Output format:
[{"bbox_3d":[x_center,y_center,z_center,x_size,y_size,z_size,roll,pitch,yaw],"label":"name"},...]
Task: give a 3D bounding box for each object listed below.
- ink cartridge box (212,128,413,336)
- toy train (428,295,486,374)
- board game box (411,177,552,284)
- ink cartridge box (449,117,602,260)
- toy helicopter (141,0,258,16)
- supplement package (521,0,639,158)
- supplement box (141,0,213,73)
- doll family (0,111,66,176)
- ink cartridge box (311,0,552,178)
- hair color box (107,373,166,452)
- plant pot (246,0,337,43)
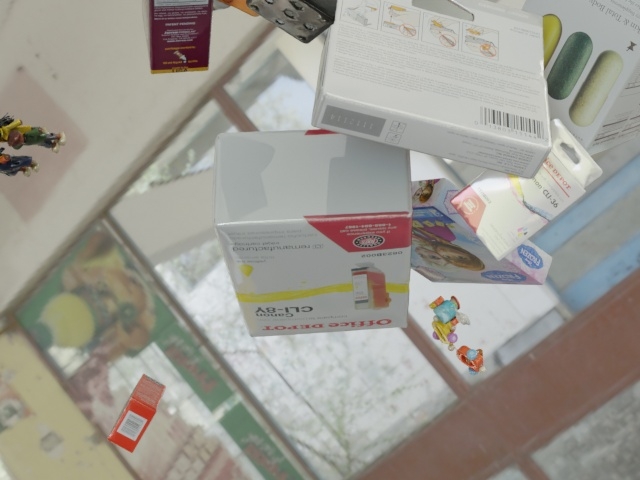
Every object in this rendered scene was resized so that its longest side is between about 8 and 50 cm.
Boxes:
[{"bbox_3d":[0.000,0.000,1.499,0.279,0.160,0.384,-3,-29,2],"label":"ink cartridge box"},{"bbox_3d":[0.256,0.163,1.755,0.046,0.125,0.166,-38,-44,-23],"label":"toy train"},{"bbox_3d":[0.231,-0.009,1.901,0.319,0.318,0.066,-2,61,55],"label":"board game box"},{"bbox_3d":[0.299,-0.077,1.400,0.198,0.115,0.067,-40,-4,10],"label":"ink cartridge box"},{"bbox_3d":[-0.175,-0.491,1.916,0.355,0.140,0.235,-15,8,-18],"label":"toy helicopter"},{"bbox_3d":[0.420,-0.297,1.463,0.198,0.199,0.262,-20,-38,-46],"label":"supplement package"},{"bbox_3d":[-0.183,-0.312,1.229,0.081,0.104,0.188,-6,-31,-13],"label":"supplement box"},{"bbox_3d":[-0.493,-0.141,1.505,0.193,0.076,0.111,-37,-18,32],"label":"doll family"},{"bbox_3d":[0.149,-0.225,1.268,0.066,0.296,0.261,112,169,-51],"label":"ink cartridge box"},{"bbox_3d":[-0.264,0.247,1.400,0.072,0.043,0.141,-60,5,2],"label":"hair color box"},{"bbox_3d":[-0.018,-0.442,1.614,0.187,0.188,0.167,-15,48,65],"label":"plant pot"}]
